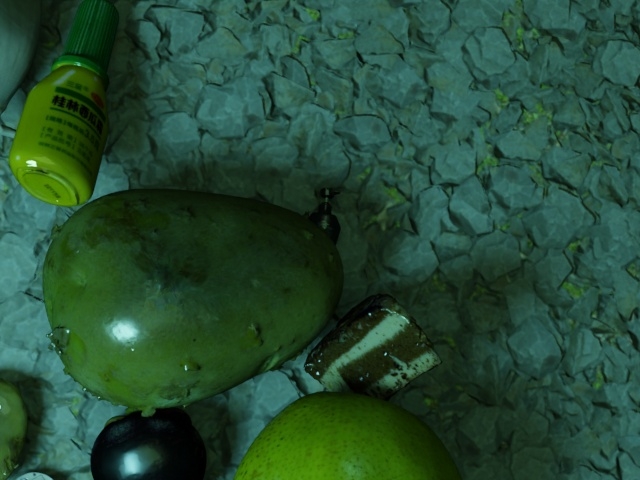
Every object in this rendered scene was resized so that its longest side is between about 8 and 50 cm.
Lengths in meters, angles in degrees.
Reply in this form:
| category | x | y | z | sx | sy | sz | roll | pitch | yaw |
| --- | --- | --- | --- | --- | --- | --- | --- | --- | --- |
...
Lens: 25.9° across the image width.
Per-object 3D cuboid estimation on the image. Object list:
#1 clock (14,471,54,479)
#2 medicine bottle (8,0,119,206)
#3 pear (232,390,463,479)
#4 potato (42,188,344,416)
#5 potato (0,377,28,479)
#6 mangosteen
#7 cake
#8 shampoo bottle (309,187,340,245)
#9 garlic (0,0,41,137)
| category | x | y | z | sx | sy | sz | roll | pitch | yaw |
| --- | --- | --- | --- | --- | --- | --- | --- | --- | --- |
| clock | -0.366 | 0.330 | 1.647 | 0.129 | 0.041 | 0.087 | -20 | 79 | -19 |
| medicine bottle | -0.302 | -0.178 | 1.703 | 0.111 | 0.076 | 0.309 | 36 | 43 | -32 |
| pear | 0.033 | 0.316 | 1.610 | 0.294 | 0.294 | 0.294 | 2 | 78 | -10 |
| potato | -0.146 | 0.070 | 1.653 | 0.359 | 0.219 | 0.270 | -1 | 67 | -13 |
| potato | -0.394 | 0.231 | 1.646 | 0.091 | 0.070 | 0.138 | 7 | 64 | 4 |
| mangosteen | -0.206 | 0.249 | 1.661 | 0.137 | 0.137 | 0.151 | -1 | 45 | -11 |
| cake | 0.089 | 0.112 | 1.685 | 0.112 | 0.246 | 0.135 | 44 | 55 | 1 |
| shampoo bottle | 0.000 | 0.000 | 1.794 | 0.048 | 0.027 | 0.137 | 8 | 76 | 0 |
| garlic | -0.457 | -0.292 | 1.705 | 0.231 | 0.246 | 0.340 | -1 | 84 | 20 |
